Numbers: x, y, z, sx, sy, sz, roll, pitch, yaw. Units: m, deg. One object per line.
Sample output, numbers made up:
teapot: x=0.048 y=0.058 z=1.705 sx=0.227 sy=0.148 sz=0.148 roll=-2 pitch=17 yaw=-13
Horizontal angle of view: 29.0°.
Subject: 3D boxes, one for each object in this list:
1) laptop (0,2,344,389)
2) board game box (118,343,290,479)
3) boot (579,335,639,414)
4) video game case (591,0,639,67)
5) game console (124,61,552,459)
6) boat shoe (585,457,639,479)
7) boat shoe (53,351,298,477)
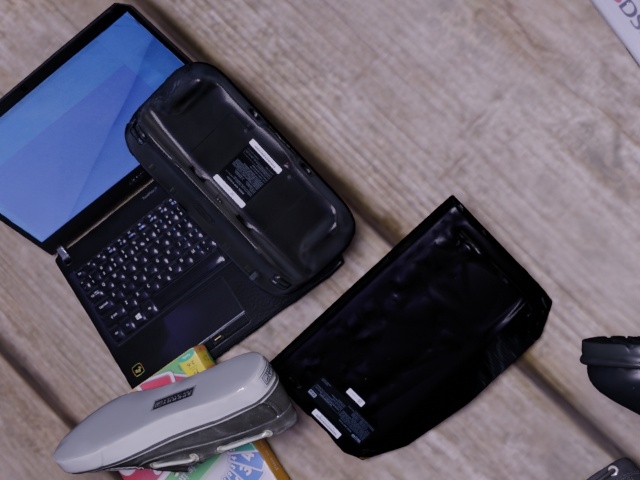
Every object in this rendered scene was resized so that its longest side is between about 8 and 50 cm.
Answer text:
laptop: x=-0.158 y=-0.022 z=1.061 sx=0.234 sy=0.136 sz=0.264 roll=-36 pitch=78 yaw=15
board game box: x=-0.084 y=0.232 z=1.076 sx=0.124 sy=0.039 sz=0.259 roll=-35 pitch=85 yaw=14
boot: x=0.299 y=0.182 z=0.899 sx=0.247 sy=0.094 sz=0.207 roll=9 pitch=90 yaw=-6
video game case: x=0.302 y=-0.253 z=0.971 sx=0.212 sy=0.023 sz=0.193 roll=-36 pitch=78 yaw=14
game console: x=0.000 y=0.000 z=1.008 sx=0.213 sy=0.044 sz=0.361 roll=-43 pitch=94 yaw=12
boat shoe: x=0.160 y=0.240 z=0.983 sx=0.228 sy=0.080 sz=0.076 roll=-32 pitch=56 yaw=20
boat shoe: x=-0.123 y=0.163 z=1.026 sx=0.219 sy=0.078 sz=0.070 roll=-21 pitch=114 yaw=24
